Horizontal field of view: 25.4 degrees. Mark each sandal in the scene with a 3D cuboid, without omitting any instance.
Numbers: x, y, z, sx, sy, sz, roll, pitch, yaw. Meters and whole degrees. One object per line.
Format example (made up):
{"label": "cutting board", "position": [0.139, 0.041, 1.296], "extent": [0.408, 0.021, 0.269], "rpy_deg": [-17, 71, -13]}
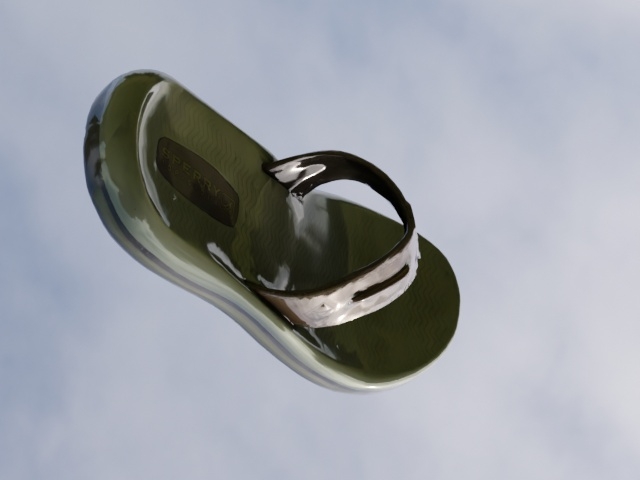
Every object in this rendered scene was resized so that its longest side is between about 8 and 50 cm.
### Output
{"label": "sandal", "position": [-0.001, 0.001, 0.752], "extent": [0.302, 0.086, 0.120], "rpy_deg": [30, -131, -51]}
